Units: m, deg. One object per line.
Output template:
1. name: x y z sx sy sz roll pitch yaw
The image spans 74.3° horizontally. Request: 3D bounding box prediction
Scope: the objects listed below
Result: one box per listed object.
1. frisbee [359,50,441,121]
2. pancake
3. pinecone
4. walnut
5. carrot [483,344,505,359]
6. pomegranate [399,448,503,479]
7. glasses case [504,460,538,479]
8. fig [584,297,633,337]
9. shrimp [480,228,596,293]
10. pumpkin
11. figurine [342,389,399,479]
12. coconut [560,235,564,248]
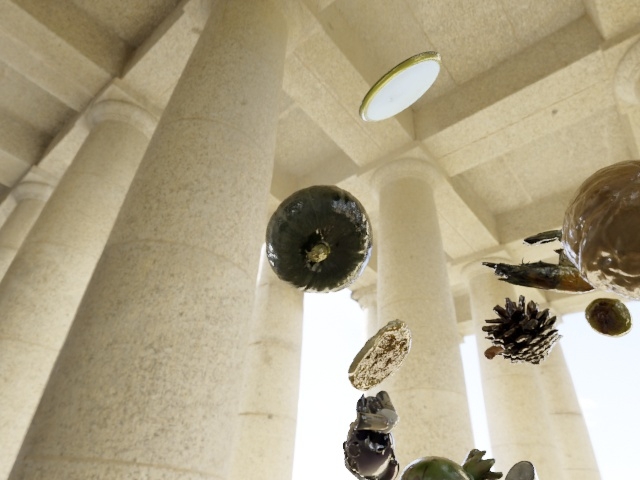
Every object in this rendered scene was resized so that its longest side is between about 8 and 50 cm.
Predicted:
1. frisbee: 0.198 -0.371 1.043 0.236 0.017 0.236 -29 -11 -6
2. pancake: 0.197 0.379 1.382 0.282 0.049 0.282 -20 -50 -26
3. pinecone: 0.608 0.272 1.283 0.201 0.202 0.229 39 -22 28
4. walnut: 0.688 -0.016 0.930 0.277 0.252 0.313 16 -46 30
5. carrot: 0.685 0.397 1.559 0.186 0.060 0.060 -16 -32 -13
6. pomegranate: 0.352 0.685 1.166 0.242 0.306 0.242 38 -17 13
7. glasses case: 0.550 0.696 1.117 0.060 0.114 0.299 15 -36 48
8. fig: 1.014 0.271 1.483 0.153 0.121 0.136 49 -58 5
9. shrimp: 0.847 0.070 1.609 0.445 0.272 0.085 -1 -30 18
10. pumpkin: 0.000 0.000 1.128 0.300 0.207 0.300 -1 -76 -6
11. figurine: 0.126 0.478 0.998 0.145 0.145 0.222 8 -68 -5
12. coconut: 0.912 0.000 1.339 0.259 0.259 0.259 3 -34 2
